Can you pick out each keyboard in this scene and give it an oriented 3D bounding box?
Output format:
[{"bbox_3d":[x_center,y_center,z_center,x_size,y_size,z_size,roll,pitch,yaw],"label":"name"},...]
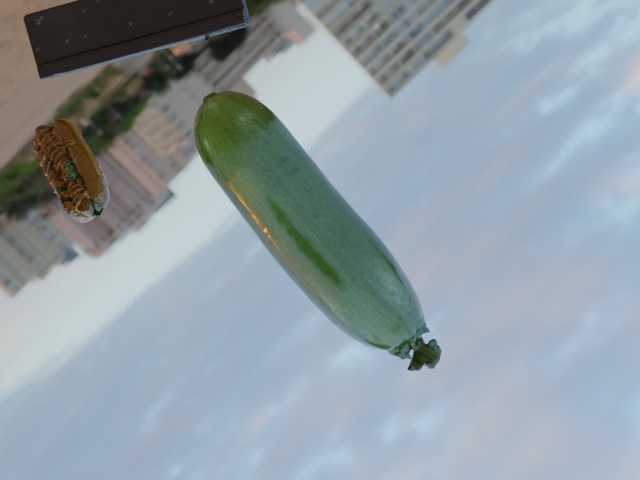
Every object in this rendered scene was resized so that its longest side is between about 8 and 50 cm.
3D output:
[{"bbox_3d":[-0.249,-0.294,1.770,0.309,0.101,0.018,-13,-175,13],"label":"keyboard"}]

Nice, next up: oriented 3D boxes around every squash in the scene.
[{"bbox_3d":[0.000,0.000,1.351,0.101,0.379,0.101,-34,-159,15],"label":"squash"}]

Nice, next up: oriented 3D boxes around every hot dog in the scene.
[{"bbox_3d":[-0.331,-0.096,1.725,0.072,0.055,0.188,-47,-129,14],"label":"hot dog"}]
